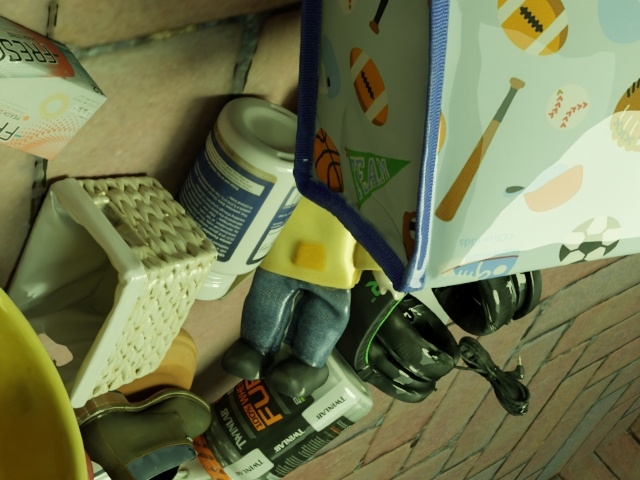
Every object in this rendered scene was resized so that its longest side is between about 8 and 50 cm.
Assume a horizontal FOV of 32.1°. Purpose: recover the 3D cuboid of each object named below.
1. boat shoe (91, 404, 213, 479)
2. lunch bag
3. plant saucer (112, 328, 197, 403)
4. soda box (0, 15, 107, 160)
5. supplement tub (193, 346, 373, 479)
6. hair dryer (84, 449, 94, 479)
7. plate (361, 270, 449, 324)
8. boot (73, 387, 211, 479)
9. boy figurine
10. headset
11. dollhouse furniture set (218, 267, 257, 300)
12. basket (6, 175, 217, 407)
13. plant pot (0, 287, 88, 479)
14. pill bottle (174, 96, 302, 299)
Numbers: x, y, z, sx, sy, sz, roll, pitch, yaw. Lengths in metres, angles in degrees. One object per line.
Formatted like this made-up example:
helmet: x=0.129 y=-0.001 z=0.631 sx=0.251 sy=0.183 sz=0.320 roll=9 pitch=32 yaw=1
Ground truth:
boat shoe: x=-0.196 y=0.319 z=1.286 sx=0.367 sy=0.156 sz=0.135 roll=-17 pitch=146 yaw=-41
lunch bag: x=0.163 y=-0.196 z=0.767 sx=0.328 sy=0.239 sz=0.385 roll=-10 pitch=119 yaw=-24
plant saucer: x=-0.210 y=0.169 z=1.162 sx=0.200 sy=0.037 sz=0.200 roll=-31 pitch=153 yaw=-18
soda box: x=-0.217 y=-0.106 z=0.678 sx=0.063 sy=0.058 sz=0.183 roll=-46 pitch=155 yaw=14
supplement tub: x=-0.045 y=0.197 z=1.253 sx=0.190 sy=0.117 sz=0.117 roll=-38 pitch=155 yaw=6
hair dryer: x=-0.306 y=0.214 z=0.950 sx=0.293 sy=0.224 sz=0.080 roll=-46 pitch=133 yaw=-67
plate: x=0.066 y=0.099 z=1.412 sx=0.277 sy=0.045 sz=0.278 roll=-26 pitch=152 yaw=-25
boot: x=-0.164 y=0.212 z=1.125 sx=0.082 sy=0.106 sz=0.219 roll=-47 pitch=153 yaw=16
boy figurine: x=0.000 y=0.000 z=1.023 sx=0.092 sy=0.177 sz=0.285 roll=-39 pitch=149 yaw=-66
headset: x=0.157 y=0.099 z=1.268 sx=0.243 sy=0.185 sz=0.394 roll=-39 pitch=156 yaw=-1
dollhouse furniture set: x=-0.045 y=0.042 z=1.124 sx=0.114 sy=0.081 sz=0.091 roll=-41 pitch=155 yaw=3
basket: x=-0.175 y=0.038 z=0.913 sx=0.103 sy=0.113 sz=0.167 roll=-16 pitch=146 yaw=-48
plant pot: x=-0.330 y=0.157 z=0.767 sx=0.239 sy=0.254 sz=0.254 roll=-28 pitch=156 yaw=9
pill bottle: x=-0.075 y=-0.031 z=0.951 sx=0.094 sy=0.094 sz=0.169 roll=-9 pitch=141 yaw=-47
